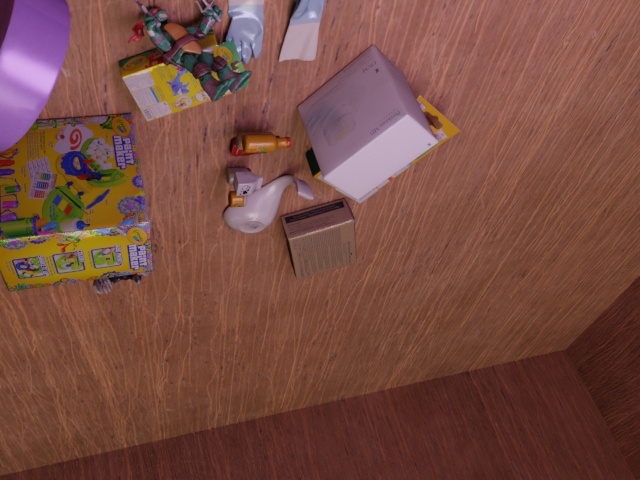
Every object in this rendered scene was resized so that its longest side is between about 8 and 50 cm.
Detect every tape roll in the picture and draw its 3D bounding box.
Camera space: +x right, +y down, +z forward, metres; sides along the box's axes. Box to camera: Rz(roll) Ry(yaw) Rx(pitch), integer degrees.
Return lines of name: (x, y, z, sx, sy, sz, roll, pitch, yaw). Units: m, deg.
tape roll: (-0.503, -0.280, 1.016, 0.275, 0.275, 0.090, -37, 144, 26)

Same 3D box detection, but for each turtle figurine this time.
turtle figurine: (-0.237, -0.357, 1.163, 0.118, 0.234, 0.175, -38, -173, 49)

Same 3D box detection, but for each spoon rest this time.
spoon rest: (-0.136, -0.094, 1.692, 0.276, 0.084, 0.137, -25, 149, 35)

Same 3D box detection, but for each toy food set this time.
toy food set: (-0.149, -0.175, 1.511, 0.104, 0.111, 0.232, -4, 142, -21)

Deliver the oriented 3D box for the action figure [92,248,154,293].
action figure: (-0.513, 0.060, 1.653, 0.164, 0.141, 0.276, -33, 145, 1)

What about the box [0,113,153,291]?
box: (-0.494, -0.082, 1.304, 0.279, 0.290, 0.177, -7, 146, -16)

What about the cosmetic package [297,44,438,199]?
cosmetic package: (0.096, -0.252, 1.417, 0.224, 0.225, 0.138, -36, 145, 23)

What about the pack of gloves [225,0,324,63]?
pack of gloves: (-0.082, -0.419, 1.242, 0.195, 0.046, 0.232, -10, 147, -16)

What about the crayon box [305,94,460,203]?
crayon box: (0.151, -0.238, 1.600, 0.323, 0.083, 0.203, -35, 145, 25)

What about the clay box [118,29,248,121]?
clay box: (-0.263, -0.325, 1.282, 0.222, 0.053, 0.127, -19, 147, -2)

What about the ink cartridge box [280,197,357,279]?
ink cartridge box: (0.000, 0.000, 1.875, 0.193, 0.088, 0.235, -17, 147, -6)
